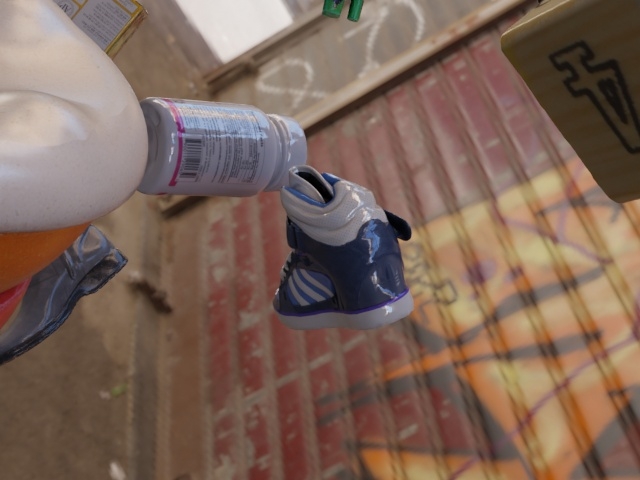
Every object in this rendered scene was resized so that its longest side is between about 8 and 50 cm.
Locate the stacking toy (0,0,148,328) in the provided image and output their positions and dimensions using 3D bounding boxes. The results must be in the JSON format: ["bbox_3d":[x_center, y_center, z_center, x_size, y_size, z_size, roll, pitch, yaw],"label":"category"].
[{"bbox_3d":[-0.366,0.038,0.871,0.350,0.480,0.351,25,25,-12],"label":"stacking toy"}]

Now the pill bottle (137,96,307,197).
[{"bbox_3d":[-0.174,-0.153,2.049,0.283,0.160,0.160,1,55,-38],"label":"pill bottle"}]

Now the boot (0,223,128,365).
[{"bbox_3d":[-0.549,0.061,2.295,0.223,0.118,0.338,49,58,-10],"label":"boot"}]

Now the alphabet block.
[{"bbox_3d":[0.308,-0.169,1.027,0.193,0.192,0.197,54,-20,-8],"label":"alphabet block"}]

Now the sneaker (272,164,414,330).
[{"bbox_3d":[0.000,0.000,1.728,0.322,0.130,0.236,-1,-67,62],"label":"sneaker"}]

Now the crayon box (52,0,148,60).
[{"bbox_3d":[-0.482,-0.340,2.121,0.203,0.323,0.083,39,-2,0],"label":"crayon box"}]

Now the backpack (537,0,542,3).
[{"bbox_3d":[0.402,-0.341,1.535,0.277,0.263,0.213,63,22,-24],"label":"backpack"}]

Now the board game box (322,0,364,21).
[{"bbox_3d":[-0.188,-0.396,1.718,0.390,0.050,0.390,20,8,42],"label":"board game box"}]
